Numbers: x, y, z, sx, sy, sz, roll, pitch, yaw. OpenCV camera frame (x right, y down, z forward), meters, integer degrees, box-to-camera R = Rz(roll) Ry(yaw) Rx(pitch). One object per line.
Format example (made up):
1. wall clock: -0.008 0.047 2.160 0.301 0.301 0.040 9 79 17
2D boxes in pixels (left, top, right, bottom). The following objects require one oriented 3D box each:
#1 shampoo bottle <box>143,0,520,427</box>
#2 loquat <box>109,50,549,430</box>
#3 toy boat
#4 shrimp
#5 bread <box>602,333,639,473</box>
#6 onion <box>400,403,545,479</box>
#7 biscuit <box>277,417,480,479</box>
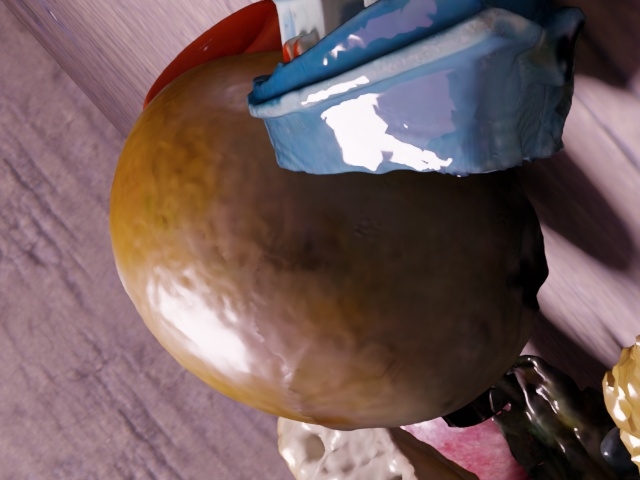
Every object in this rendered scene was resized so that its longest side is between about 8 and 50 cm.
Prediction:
1. shampoo bottle: 0.021 -0.003 1.004 0.278 0.104 0.104 51 173 -22
2. loquat: 0.000 0.000 0.822 0.227 0.179 0.179 31 164 45
3. toy boat: 0.029 -0.073 0.624 0.238 0.109 0.098 -162 64 -77
4. shrimp: 0.229 0.203 1.025 0.445 0.085 0.272 46 180 -26
5. bread: 0.174 0.092 0.424 0.245 0.121 0.174 54 179 11
6. onion: 0.064 0.111 1.351 0.283 0.120 0.227 43 167 43
7. biscuit: 0.149 0.263 1.008 0.446 0.104 0.429 41 -177 -38
